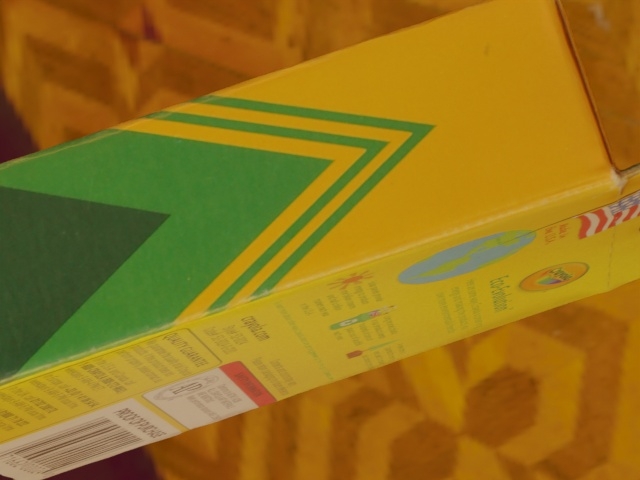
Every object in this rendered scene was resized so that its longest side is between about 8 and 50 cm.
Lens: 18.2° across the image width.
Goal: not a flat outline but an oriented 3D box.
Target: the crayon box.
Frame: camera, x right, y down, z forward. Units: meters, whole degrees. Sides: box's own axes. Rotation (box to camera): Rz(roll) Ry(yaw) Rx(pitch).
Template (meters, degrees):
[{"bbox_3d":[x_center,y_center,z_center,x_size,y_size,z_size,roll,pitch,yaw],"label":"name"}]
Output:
[{"bbox_3d":[0.000,0.000,0.768,0.202,0.319,0.081,65,-173,-76],"label":"crayon box"}]
